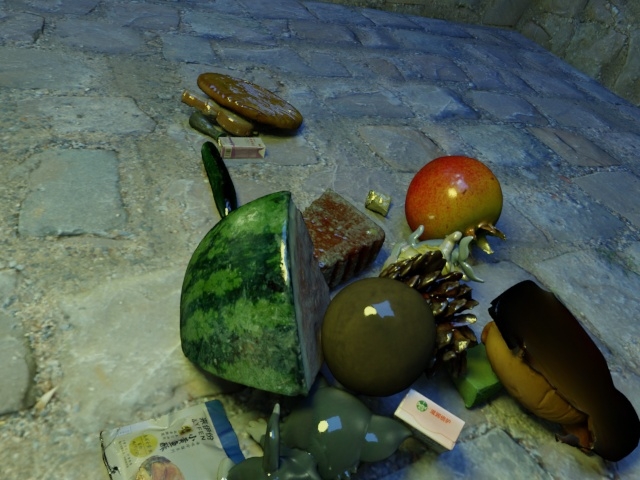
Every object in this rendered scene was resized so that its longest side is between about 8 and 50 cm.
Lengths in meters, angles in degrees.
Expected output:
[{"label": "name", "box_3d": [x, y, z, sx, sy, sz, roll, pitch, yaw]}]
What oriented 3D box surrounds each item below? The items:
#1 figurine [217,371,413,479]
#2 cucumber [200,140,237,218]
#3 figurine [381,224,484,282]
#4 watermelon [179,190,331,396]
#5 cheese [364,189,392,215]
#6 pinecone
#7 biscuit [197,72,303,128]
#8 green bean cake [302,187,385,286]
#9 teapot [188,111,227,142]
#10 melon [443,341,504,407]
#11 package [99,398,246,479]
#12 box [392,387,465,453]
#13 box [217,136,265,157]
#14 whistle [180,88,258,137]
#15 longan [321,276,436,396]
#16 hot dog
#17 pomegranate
[{"label": "figurine", "box_3d": [-0.033, 0.265, 0.666, 0.193, 0.140, 0.265, 26, 9, 36]}, {"label": "cucumber", "box_3d": [-0.230, -0.138, 1.175, 0.056, 0.056, 0.284, -3, 46, -23]}, {"label": "figurine", "box_3d": [0.215, 0.046, 1.025, 0.209, 0.128, 0.184, -7, 16, 45]}, {"label": "watermelon", "box_3d": [-0.086, 0.128, 0.786, 0.292, 0.283, 0.250, 45, 44, -26]}, {"label": "cheese", "box_3d": [0.140, -0.087, 1.253, 0.060, 0.041, 0.084, 23, 25, -3]}, {"label": "pinecone", "box_3d": [0.182, 0.125, 0.875, 0.179, 0.184, 0.204, -32, 46, -8]}, {"label": "biscuit", "box_3d": [-0.196, -0.403, 1.466, 0.318, 0.040, 0.318, 21, 24, -10]}, {"label": "green bean cake", "box_3d": [0.000, 0.000, 1.047, 0.199, 0.097, 0.233, 37, 42, 23]}, {"label": "teapot", "box_3d": [-0.297, -0.297, 1.361, 0.111, 0.042, 0.043, 36, 42, 20]}, {"label": "melon", "box_3d": [0.312, 0.217, 0.945, 0.114, 0.053, 0.262, 21, 30, 37]}, {"label": "package", "box_3d": [-0.180, 0.295, 0.665, 0.173, 0.027, 0.171, -9, 42, -33]}, {"label": "box", "box_3d": [0.153, 0.264, 0.746, 0.089, 0.125, 0.043, 30, 72, 16]}, {"label": "box", "box_3d": [-0.203, -0.239, 1.324, 0.117, 0.036, 0.050, -6, 43, -26]}, {"label": "whistle", "box_3d": [-0.265, -0.341, 1.378, 0.220, 0.057, 0.107, 24, 27, -18]}, {"label": "longan", "box_3d": [0.083, 0.140, 0.738, 0.168, 0.187, 0.167, -1, 60, 2]}, {"label": "hot dog", "box_3d": [0.361, 0.222, 0.836, 0.194, 0.107, 0.326, -27, 87, -34]}, {"label": "pomegranate", "box_3d": [0.313, -0.074, 1.168, 0.221, 0.221, 0.256, -13, 54, -32]}]
